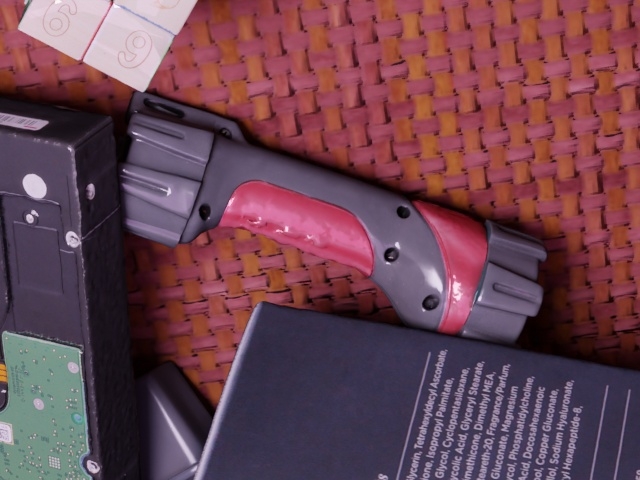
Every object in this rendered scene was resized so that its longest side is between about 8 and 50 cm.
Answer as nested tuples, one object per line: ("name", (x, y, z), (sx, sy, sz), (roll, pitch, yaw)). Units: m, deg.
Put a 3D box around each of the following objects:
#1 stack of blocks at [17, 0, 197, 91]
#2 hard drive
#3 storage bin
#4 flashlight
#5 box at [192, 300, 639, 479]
("stack of blocks", (-0.070, -0.239, 1.100), (0.087, 0.171, 0.297), (27, 114, -14))
("hard drive", (-0.243, 0.057, 1.307), (0.237, 0.064, 0.339), (10, 119, 22))
("storage bin", (-0.136, 0.154, 1.414), (0.135, 0.098, 0.091), (-30, 89, 18))
("flashlight", (0.000, 0.000, 1.302), (0.304, 0.103, 0.103), (17, 116, -11))
("box", (0.120, 0.242, 1.305), (0.395, 0.212, 0.293), (10, 139, 8))
